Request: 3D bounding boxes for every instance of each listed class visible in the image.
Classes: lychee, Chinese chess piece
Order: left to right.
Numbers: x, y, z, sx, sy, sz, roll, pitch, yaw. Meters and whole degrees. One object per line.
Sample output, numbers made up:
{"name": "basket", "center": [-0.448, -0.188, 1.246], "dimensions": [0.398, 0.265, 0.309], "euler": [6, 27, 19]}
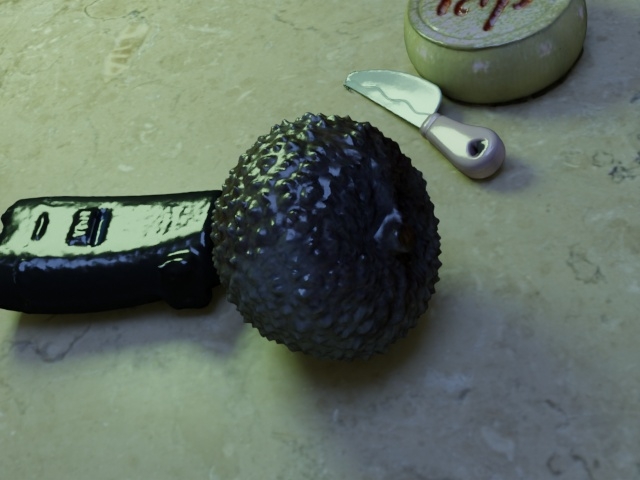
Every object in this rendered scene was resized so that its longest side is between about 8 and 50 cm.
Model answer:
{"name": "lychee", "center": [-0.001, 0.003, 1.304], "dimensions": [0.300, 0.300, 0.300], "euler": [-9, 46, 9]}
{"name": "Chinese chess piece", "center": [0.258, -0.319, 1.639], "dimensions": [0.270, 0.112, 0.270], "euler": [-9, 45, 9]}

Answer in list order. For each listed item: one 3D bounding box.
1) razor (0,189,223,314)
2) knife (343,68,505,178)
{"name": "razor", "center": [-0.280, 0.013, 1.493], "dimensions": [0.327, 0.107, 0.189], "euler": [-3, 47, 13]}
{"name": "knife", "center": [0.145, -0.190, 1.590], "dimensions": [0.081, 0.043, 0.336], "euler": [-49, 49, 2]}
